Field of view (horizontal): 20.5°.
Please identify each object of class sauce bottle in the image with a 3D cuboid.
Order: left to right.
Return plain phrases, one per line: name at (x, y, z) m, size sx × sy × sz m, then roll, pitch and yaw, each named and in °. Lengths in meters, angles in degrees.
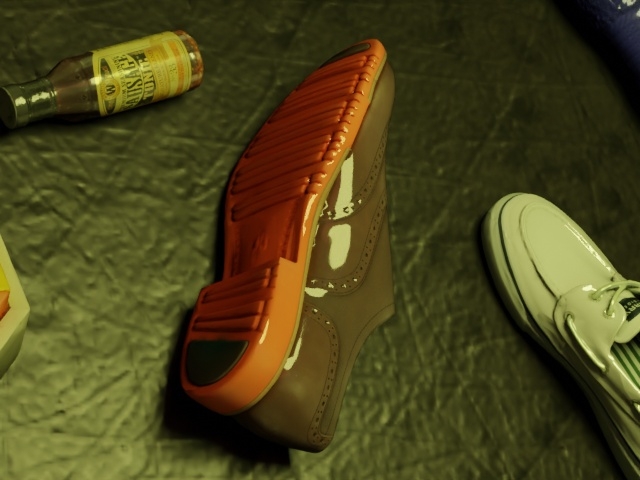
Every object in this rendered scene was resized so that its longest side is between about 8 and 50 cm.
sauce bottle at (-0.132, -0.094, 1.063) m, size 0.128 × 0.042 × 0.042 m, roll -22°, pitch 77°, yaw -31°

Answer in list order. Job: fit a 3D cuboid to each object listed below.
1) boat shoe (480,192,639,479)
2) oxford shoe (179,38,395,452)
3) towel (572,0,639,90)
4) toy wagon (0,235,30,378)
boat shoe at (0.191, 0.056, 1.129) m, size 0.083 × 0.076 × 0.226 m, roll -30°, pitch 82°, yaw -34°
oxford shoe at (0.000, 0.000, 1.066) m, size 0.098 × 0.097 × 0.271 m, roll 38°, pitch 57°, yaw -30°
towel at (0.302, -0.160, 1.298) m, size 0.228 × 0.076 × 0.308 m, roll -31°, pitch 83°, yaw -27°
toy wagon at (-0.320, 0.031, 0.843) m, size 0.344 × 0.068 × 0.267 m, roll -7°, pitch 50°, yaw -29°
